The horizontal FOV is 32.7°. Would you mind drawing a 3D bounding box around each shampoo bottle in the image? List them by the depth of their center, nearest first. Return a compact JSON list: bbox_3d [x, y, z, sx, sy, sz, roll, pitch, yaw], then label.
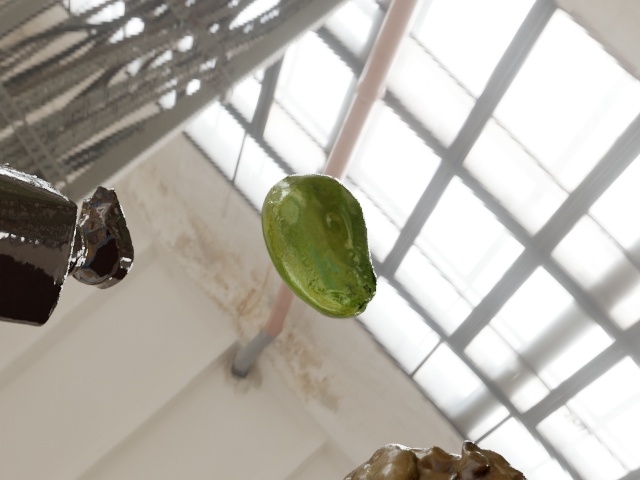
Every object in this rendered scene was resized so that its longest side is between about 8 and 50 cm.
[{"bbox_3d":[-0.150,-0.006,0.431,0.067,0.236,0.068,12,-93,23],"label":"shampoo bottle"}]

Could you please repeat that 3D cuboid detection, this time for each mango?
[{"bbox_3d":[0.000,0.000,0.934,0.091,0.074,0.165,-43,-138,11],"label":"mango"}]

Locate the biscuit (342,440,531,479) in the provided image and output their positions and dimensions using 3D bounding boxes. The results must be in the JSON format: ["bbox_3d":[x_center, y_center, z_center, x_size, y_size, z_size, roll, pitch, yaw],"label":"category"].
[{"bbox_3d":[0.085,0.266,0.647,0.081,0.334,0.289,-24,-104,-39],"label":"biscuit"}]
